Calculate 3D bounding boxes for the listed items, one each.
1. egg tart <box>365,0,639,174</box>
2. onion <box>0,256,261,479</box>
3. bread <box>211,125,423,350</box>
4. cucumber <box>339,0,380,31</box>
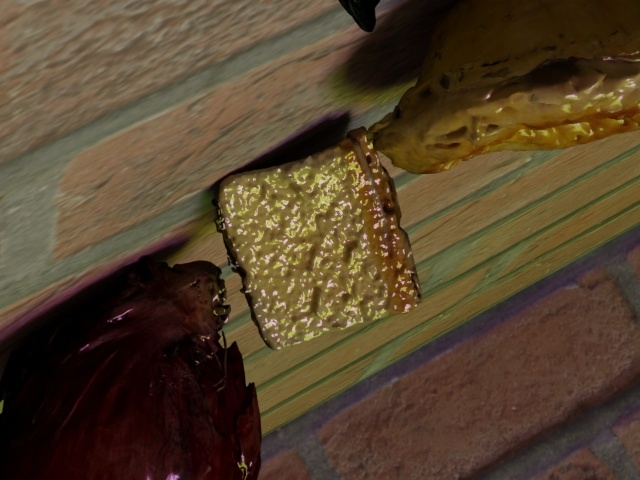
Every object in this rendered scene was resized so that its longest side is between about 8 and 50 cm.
[{"bbox_3d":[0.170,-0.125,1.143,0.295,0.116,0.295,-13,180,0],"label":"egg tart"},{"bbox_3d":[-0.160,0.159,1.345,0.221,0.281,0.281,14,159,-5],"label":"onion"},{"bbox_3d":[0.000,0.000,1.257,0.147,0.152,0.127,-22,166,-4],"label":"bread"},{"bbox_3d":[0.020,-0.155,0.934,0.034,0.033,0.135,7,166,1],"label":"cucumber"}]
